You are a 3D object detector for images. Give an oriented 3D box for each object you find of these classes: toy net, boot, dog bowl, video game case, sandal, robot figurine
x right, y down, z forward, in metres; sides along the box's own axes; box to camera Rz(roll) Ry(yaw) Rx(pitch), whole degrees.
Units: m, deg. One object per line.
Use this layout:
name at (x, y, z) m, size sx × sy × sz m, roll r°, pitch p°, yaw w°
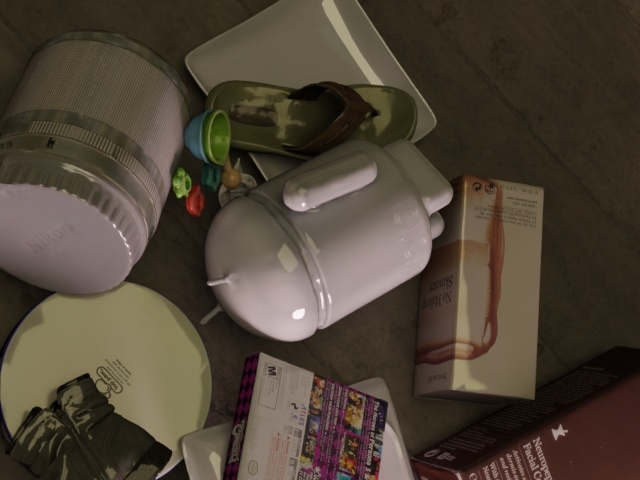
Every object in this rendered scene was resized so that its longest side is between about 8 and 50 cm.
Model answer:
toy net at (-0.123, -0.076, 1.509) m, size 0.045 × 0.232 × 0.122 m, roll 2°, pitch 73°, yaw 18°
boot at (-0.301, 0.284, 1.346) m, size 0.161 × 0.083 × 0.246 m, roll 39°, pitch 64°, yaw -1°
dog bowl at (-0.272, 0.183, 1.465) m, size 0.265 × 0.104 × 0.265 m, roll 4°, pitch 78°, yaw -18°
video game case at (-0.019, 0.279, 1.442) m, size 0.210 × 0.042 × 0.232 m, roll 24°, pitch 62°, yaw -30°
sandal at (-0.005, -0.163, 1.587) m, size 0.302 × 0.086 × 0.120 m, roll -1°, pitch 80°, yaw -19°
robot figurine at (0.000, 0.000, 1.506) m, size 0.353 × 0.300 × 0.200 m, roll -29°, pitch 59°, yaw -22°

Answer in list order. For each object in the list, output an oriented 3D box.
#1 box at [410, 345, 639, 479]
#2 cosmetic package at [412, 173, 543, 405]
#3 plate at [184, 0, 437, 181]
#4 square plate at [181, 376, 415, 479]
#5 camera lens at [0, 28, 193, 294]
box at (0.336, 0.309, 1.616) m, size 0.381 × 0.143 × 0.191 m, roll -24°, pitch 99°, yaw -23°
cosmetic package at (0.217, 0.073, 1.631) m, size 0.129 × 0.153 × 0.296 m, roll 8°, pitch 75°, yaw -16°
plate at (-0.013, -0.205, 1.664) m, size 0.277 × 0.045 × 0.278 m, roll -35°, pitch 92°, yaw -22°
square plate at (0.015, 0.372, 1.498) m, size 0.347 × 0.049 × 0.344 m, roll -11°, pitch 83°, yaw -40°
camera lens at (-0.285, -0.101, 1.422) m, size 0.219 × 0.219 × 0.274 m, roll 24°, pitch 50°, yaw -13°
